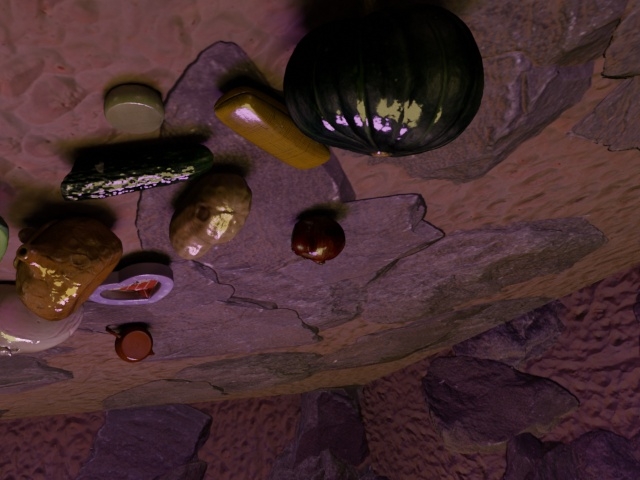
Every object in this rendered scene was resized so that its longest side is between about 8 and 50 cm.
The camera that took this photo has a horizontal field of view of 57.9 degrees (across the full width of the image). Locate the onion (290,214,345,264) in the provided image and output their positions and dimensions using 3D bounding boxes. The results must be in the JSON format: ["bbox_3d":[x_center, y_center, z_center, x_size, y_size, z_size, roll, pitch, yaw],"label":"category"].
[{"bbox_3d":[0.000,0.000,1.269,0.119,0.118,0.117,-31,172,38],"label":"onion"}]

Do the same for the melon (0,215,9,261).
[{"bbox_3d":[-0.658,0.030,0.976,0.323,0.124,0.196,-27,112,3],"label":"melon"}]

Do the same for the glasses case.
[{"bbox_3d":[-0.066,-0.172,0.908,0.079,0.064,0.234,-20,155,28],"label":"glasses case"}]

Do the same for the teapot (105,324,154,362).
[{"bbox_3d":[-0.568,0.306,1.739,0.173,0.116,0.116,35,136,-23],"label":"teapot"}]

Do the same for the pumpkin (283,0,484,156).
[{"bbox_3d":[0.076,-0.208,0.729,0.250,0.216,0.250,-14,-171,2],"label":"pumpkin"}]

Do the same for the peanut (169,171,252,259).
[{"bbox_3d":[-0.212,-0.037,1.081,0.236,0.120,0.110,-41,-178,40],"label":"peanut"}]

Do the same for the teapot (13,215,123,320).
[{"bbox_3d":[-0.491,0.035,1.091,0.203,0.167,0.311,-52,-173,-8],"label":"teapot"}]

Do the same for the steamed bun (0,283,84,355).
[{"bbox_3d":[-0.692,0.200,1.366,0.170,0.152,0.239,-27,149,34],"label":"steamed bun"}]

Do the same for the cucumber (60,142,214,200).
[{"bbox_3d":[-0.291,-0.114,0.932,0.241,0.074,0.074,-10,157,-5],"label":"cucumber"}]

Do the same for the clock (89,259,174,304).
[{"bbox_3d":[-0.433,0.096,1.354,0.198,0.064,0.172,-15,156,10],"label":"clock"}]

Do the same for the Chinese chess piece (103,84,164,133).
[{"bbox_3d":[-0.266,-0.187,0.827,0.084,0.034,0.084,-7,157,-3],"label":"Chinese chess piece"}]
